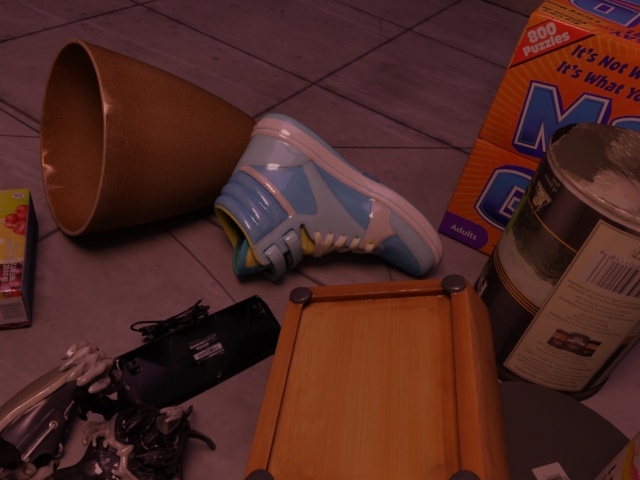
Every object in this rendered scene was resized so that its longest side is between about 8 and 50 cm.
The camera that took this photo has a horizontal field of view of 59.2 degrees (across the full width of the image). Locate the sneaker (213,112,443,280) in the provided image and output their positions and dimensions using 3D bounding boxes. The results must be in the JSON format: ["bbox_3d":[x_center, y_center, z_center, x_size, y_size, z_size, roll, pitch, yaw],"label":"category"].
[{"bbox_3d":[0.000,0.000,0.759,0.319,0.127,0.208,35,70,-6],"label":"sneaker"}]

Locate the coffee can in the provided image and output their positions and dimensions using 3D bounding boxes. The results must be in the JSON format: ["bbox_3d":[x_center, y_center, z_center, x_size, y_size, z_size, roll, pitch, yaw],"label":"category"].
[{"bbox_3d":[0.311,0.030,0.671,0.202,0.275,0.201,8,41,-7],"label":"coffee can"}]

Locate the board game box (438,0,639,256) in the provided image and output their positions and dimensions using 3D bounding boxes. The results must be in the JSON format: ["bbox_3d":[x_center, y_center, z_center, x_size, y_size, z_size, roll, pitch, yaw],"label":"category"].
[{"bbox_3d":[0.451,-0.155,0.859,0.356,0.356,0.356,27,42,14],"label":"board game box"}]

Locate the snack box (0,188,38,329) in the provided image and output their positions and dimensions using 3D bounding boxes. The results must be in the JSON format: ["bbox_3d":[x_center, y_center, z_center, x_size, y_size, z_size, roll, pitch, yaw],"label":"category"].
[{"bbox_3d":[-0.438,0.023,0.630,0.207,0.070,0.174,-6,45,-19],"label":"snack box"}]

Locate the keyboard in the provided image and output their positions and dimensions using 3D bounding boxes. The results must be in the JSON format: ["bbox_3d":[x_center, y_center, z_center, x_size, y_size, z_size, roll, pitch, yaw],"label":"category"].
[{"bbox_3d":[-0.138,0.120,0.643,0.192,0.038,0.100,-21,75,-35],"label":"keyboard"}]

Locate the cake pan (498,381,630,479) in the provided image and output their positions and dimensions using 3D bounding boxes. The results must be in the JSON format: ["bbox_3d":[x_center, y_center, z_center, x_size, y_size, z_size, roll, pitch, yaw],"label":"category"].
[{"bbox_3d":[0.222,0.260,0.556,0.294,0.054,0.293,8,41,-7],"label":"cake pan"}]

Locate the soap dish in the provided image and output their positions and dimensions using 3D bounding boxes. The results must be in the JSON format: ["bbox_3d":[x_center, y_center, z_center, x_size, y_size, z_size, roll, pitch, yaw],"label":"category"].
[{"bbox_3d":[0.052,0.158,0.527,0.229,0.118,0.290,-4,38,13],"label":"soap dish"}]

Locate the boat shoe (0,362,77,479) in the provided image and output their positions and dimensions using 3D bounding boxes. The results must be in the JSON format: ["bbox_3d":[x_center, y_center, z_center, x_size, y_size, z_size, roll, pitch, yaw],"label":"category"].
[{"bbox_3d":[-0.273,0.182,0.520,0.064,0.075,0.206,59,37,-13],"label":"boat shoe"}]

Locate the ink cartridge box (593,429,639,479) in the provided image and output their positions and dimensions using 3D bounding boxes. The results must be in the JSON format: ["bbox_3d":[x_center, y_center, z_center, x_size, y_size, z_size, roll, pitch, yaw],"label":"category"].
[{"bbox_3d":[0.261,0.213,0.368,0.117,0.278,0.201,27,42,19],"label":"ink cartridge box"}]

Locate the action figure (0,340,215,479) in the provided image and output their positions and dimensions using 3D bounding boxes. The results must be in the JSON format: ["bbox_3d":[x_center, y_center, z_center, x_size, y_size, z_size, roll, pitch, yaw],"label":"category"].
[{"bbox_3d":[-0.189,0.179,0.446,0.276,0.141,0.164,-11,63,-46],"label":"action figure"}]

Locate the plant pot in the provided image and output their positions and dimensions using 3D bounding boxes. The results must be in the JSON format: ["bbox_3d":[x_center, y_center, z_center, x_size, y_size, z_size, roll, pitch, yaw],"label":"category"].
[{"bbox_3d":[-0.216,-0.129,0.772,0.255,0.237,0.237,-3,41,-42],"label":"plant pot"}]
